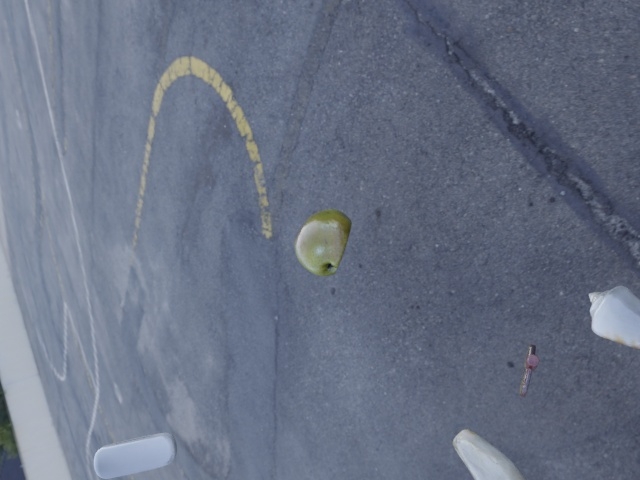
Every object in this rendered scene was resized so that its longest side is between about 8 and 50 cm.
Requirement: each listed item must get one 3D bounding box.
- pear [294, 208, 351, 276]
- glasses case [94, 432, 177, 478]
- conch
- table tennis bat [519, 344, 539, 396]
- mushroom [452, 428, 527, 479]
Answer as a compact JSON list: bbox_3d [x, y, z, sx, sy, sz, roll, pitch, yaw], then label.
[{"bbox_3d":[0.000,0.000,0.900,0.141,0.103,0.141,-166,90,-85],"label":"pear"},{"bbox_3d":[-0.377,0.439,0.895,0.041,0.164,0.063,99,159,-81],"label":"glasses case"},{"bbox_3d":[0.629,0.164,0.899,0.176,0.104,0.094,53,156,39],"label":"conch"},{"bbox_3d":[0.783,0.481,1.642,0.038,0.201,0.310,11,158,25],"label":"table tennis bat"},{"bbox_3d":[0.435,0.593,0.990,0.351,0.094,0.123,55,155,26],"label":"mushroom"}]
